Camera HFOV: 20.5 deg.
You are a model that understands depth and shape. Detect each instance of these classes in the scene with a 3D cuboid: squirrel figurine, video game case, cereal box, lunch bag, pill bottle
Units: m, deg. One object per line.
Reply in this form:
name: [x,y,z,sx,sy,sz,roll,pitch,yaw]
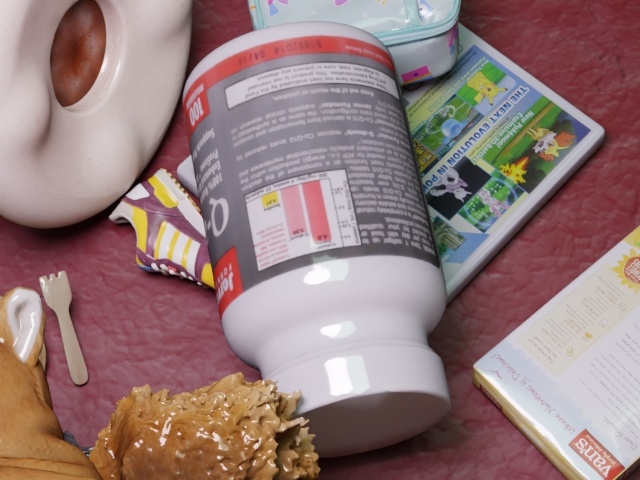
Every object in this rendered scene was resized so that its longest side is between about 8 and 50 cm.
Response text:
squirrel figurine: [-0.190,0.226,1.407,0.397,0.281,0.370,-4,47,-37]
video game case: [0.072,-0.086,1.810,0.300,0.036,0.329,39,70,19]
cereal box: [0.288,0.113,1.696,0.240,0.047,0.173,-38,68,-15]
lunch bag: [0.031,-0.284,1.830,0.224,0.108,0.279,-12,57,1]
pill bottle: [0.000,0.000,1.631,0.210,0.210,0.362,-10,66,-3]

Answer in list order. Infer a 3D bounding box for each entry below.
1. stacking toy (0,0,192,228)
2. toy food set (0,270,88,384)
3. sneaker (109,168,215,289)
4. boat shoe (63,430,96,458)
stacking toy: [-0.403,-0.228,1.783,0.480,0.350,0.350,15,64,26]
toy food set: [-0.328,0.108,1.712,0.192,0.038,0.132,-14,90,-19]
sneaker: [-0.133,0.018,1.755,0.084,0.069,0.185,-39,65,-2]
boat shoe: [-0.231,0.213,1.652,0.229,0.080,0.076,-4,58,-1]
